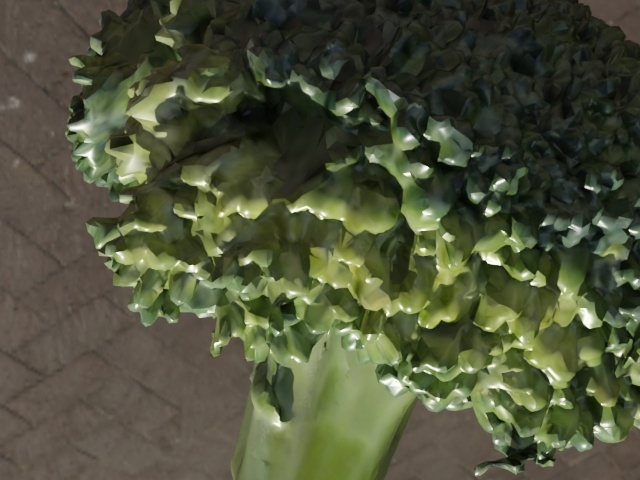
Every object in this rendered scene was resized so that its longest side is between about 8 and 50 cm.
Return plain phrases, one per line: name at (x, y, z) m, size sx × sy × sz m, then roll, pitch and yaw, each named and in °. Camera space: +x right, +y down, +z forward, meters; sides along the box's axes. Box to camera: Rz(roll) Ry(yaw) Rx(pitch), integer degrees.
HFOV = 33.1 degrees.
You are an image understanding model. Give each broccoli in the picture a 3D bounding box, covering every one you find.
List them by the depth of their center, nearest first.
broccoli at (-0.004, -0.017, 0.509) m, size 0.302 × 0.375 × 0.249 m, roll -61°, pitch 146°, yaw -7°
